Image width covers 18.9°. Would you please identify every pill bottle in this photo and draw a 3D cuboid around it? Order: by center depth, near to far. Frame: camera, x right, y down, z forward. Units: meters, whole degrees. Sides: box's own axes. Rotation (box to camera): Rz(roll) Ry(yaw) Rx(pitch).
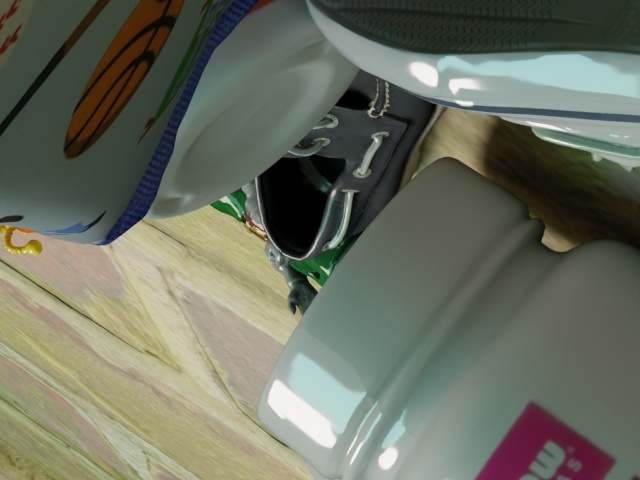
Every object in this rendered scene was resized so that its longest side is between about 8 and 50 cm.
[{"bbox_3d":[-0.080,-0.112,0.684,0.193,0.108,0.108,52,167,15],"label":"pill bottle"},{"bbox_3d":[0.126,0.101,0.748,0.283,0.160,0.160,35,163,11],"label":"pill bottle"}]

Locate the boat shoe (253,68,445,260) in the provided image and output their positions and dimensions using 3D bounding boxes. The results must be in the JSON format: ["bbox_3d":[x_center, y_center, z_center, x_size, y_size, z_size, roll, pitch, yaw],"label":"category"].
[{"bbox_3d":[0.004,-0.049,0.781,0.075,0.065,0.206,38,162,14],"label":"boat shoe"}]

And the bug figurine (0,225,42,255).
[{"bbox_3d":[-0.278,-0.101,1.229,0.279,0.072,0.216,27,159,37],"label":"bug figurine"}]

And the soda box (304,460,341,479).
[{"bbox_3d":[0.047,0.110,0.939,0.074,0.069,0.216,16,-165,-19],"label":"soda box"}]

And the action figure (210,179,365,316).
[{"bbox_3d":[0.000,0.000,0.937,0.232,0.063,0.137,36,166,22],"label":"action figure"}]

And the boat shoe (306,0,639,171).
[{"bbox_3d":[0.088,-0.051,0.565,0.226,0.083,0.076,20,154,46],"label":"boat shoe"}]

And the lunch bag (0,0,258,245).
[{"bbox_3d":[-0.173,-0.188,0.418,0.385,0.239,0.328,32,178,5],"label":"lunch bag"}]
